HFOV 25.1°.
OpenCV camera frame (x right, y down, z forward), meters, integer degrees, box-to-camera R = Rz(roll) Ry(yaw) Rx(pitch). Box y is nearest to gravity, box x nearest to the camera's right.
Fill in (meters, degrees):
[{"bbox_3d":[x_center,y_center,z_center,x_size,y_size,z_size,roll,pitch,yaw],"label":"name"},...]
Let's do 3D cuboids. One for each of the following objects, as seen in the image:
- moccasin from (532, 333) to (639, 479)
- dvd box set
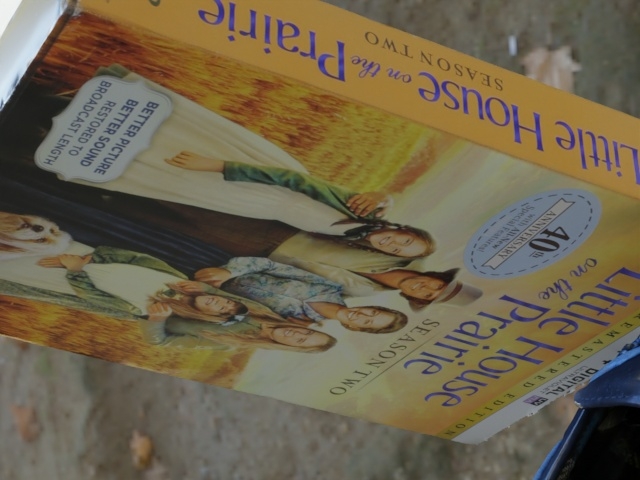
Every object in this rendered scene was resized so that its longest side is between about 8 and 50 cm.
[{"bbox_3d":[0.168,0.100,0.617,0.137,0.342,0.117,20,159,37],"label":"moccasin"},{"bbox_3d":[0.000,0.000,0.808,0.307,0.420,0.062,-41,40,47],"label":"dvd box set"}]
